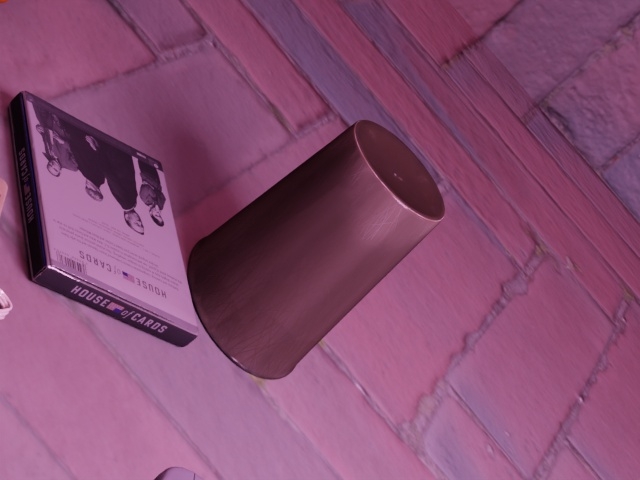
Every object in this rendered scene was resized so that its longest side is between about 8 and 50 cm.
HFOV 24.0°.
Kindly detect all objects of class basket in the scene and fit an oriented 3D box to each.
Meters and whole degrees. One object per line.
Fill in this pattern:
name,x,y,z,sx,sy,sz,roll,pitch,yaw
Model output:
basket,0.000,0.000,1.496,0.154,0.227,0.204,39,26,-22

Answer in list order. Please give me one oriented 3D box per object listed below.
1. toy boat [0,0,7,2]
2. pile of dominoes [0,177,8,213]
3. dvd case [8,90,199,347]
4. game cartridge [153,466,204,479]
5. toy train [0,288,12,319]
toy boat,-0.319,-0.316,1.537,0.231,0.151,0.151,13,0,37
pile of dominoes,-0.331,-0.016,1.102,0.196,0.040,0.251,28,43,-23
dvd case,-0.206,-0.022,1.422,0.179,0.029,0.238,29,31,-38
game cartridge,-0.146,0.284,0.859,0.062,0.198,0.297,40,25,-20
toy train,-0.303,-0.010,1.204,0.166,0.046,0.125,55,25,5
